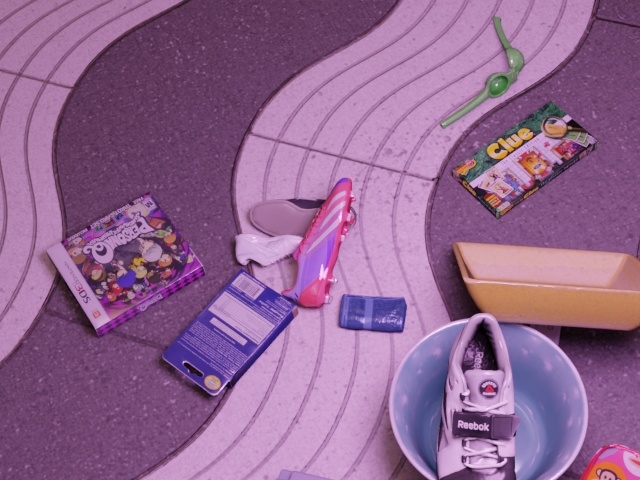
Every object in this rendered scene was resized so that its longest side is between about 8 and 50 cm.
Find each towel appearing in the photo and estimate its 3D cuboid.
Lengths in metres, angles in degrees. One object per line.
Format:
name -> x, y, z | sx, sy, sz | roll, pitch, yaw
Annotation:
towel -> 0.095, 0.131, 2.043 | 0.119, 0.029, 0.067 | 4, 59, 7

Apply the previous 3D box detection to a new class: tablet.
tablet -> 0.400, 0.154, 2.015 | 0.054, 0.006, 0.083 | 10, 60, 11

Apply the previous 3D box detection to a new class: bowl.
bowl -> 0.269, 0.299, 1.844 | 0.312, 0.163, 0.311 | -3, 57, 4

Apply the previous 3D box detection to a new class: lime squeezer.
lime squeezer -> 0.348, -0.343, 2.300 | 0.110, 0.059, 0.310 | 20, 63, 16

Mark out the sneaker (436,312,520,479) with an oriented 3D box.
sneaker -> 0.234, 0.262, 1.694 | 0.122, 0.146, 0.330 | -1, 60, 3

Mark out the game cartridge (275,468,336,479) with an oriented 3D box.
game cartridge -> -0.017, 0.517, 1.772 | 0.196, 0.060, 0.294 | 7, 62, 26

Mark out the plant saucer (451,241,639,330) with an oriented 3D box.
plant saucer -> 0.394, 0.079, 1.922 | 0.333, 0.333, 0.081 | 5, 101, 2

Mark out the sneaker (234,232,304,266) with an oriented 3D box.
sneaker -> -0.086, 0.021, 2.121 | 0.152, 0.053, 0.061 | 0, 74, 8

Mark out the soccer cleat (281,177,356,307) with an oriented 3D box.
soccer cleat -> 0.000, 0.000, 2.064 | 0.095, 0.083, 0.248 | 13, 87, 8

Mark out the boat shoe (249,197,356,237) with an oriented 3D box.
boat shoe -> -0.031, -0.046, 2.160 | 0.206, 0.075, 0.065 | 2, 15, 13

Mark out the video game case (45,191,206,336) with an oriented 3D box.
video game case -> -0.368, 0.041, 2.134 | 0.232, 0.042, 0.210 | -31, 62, -14

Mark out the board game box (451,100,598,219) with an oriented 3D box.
board game box -> 0.397, -0.160, 2.198 | 0.260, 0.030, 0.136 | -35, 59, -16

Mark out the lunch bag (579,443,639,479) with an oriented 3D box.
lunch bag -> 0.528, 0.449, 1.753 | 0.293, 0.120, 0.258 | 26, 63, 20

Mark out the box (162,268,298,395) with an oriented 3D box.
box -> -0.163, 0.169, 2.038 | 0.136, 0.036, 0.225 | 33, 65, 23
